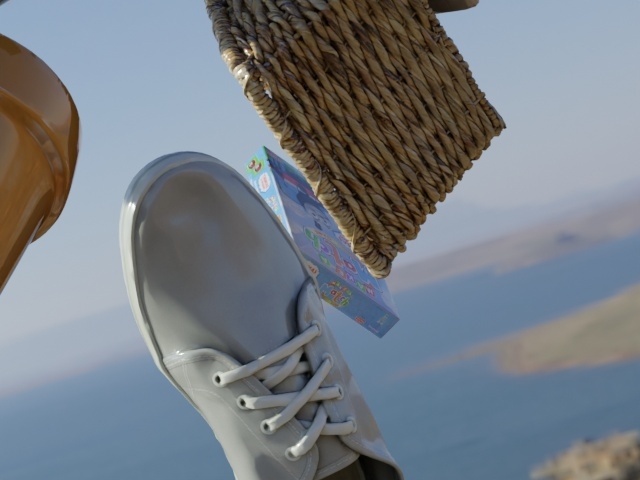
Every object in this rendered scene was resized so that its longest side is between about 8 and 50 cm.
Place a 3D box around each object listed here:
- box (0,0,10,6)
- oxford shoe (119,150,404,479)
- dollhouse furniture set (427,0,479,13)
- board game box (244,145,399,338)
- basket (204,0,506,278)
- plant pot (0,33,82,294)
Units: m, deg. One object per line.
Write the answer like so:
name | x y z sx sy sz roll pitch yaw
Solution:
box | -0.278 -0.340 1.887 0.143 0.165 0.270 -27 9 31
oxford shoe | -0.035 0.127 1.685 0.169 0.449 0.130 -29 18 -22
dollhouse furniture set | 0.080 -0.442 2.062 0.362 0.256 0.394 -49 26 -23
board game box | 0.000 0.000 2.154 0.039 0.160 0.211 -44 32 18
basket | -0.003 -0.147 1.939 0.213 0.299 0.223 17 61 49
plant pot | -0.287 -0.025 1.406 0.205 0.205 0.188 -17 41 21
